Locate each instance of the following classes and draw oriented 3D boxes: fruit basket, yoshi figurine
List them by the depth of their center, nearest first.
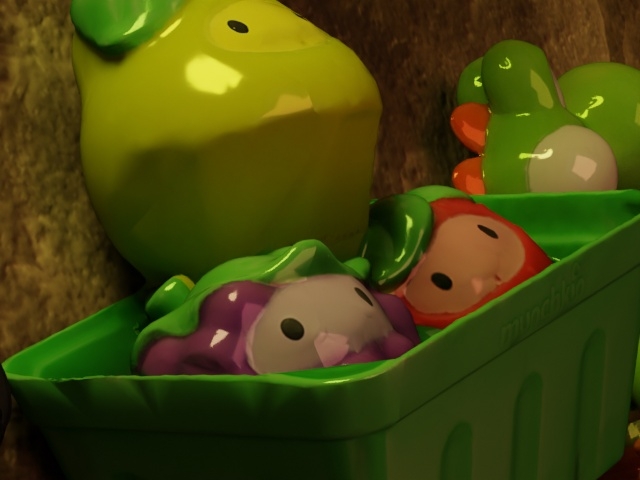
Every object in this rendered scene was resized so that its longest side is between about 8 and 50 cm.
[{"bbox_3d":[0.000,0.000,1.050,0.392,0.283,0.392,2,87,-55],"label":"fruit basket"},{"bbox_3d":[0.230,0.013,1.370,0.203,0.204,0.362,-7,74,-68],"label":"yoshi figurine"}]

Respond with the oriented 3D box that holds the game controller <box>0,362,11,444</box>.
[{"bbox_3d":[-0.280,0.031,0.852,0.319,0.067,0.166,48,56,-22],"label":"game controller"}]
